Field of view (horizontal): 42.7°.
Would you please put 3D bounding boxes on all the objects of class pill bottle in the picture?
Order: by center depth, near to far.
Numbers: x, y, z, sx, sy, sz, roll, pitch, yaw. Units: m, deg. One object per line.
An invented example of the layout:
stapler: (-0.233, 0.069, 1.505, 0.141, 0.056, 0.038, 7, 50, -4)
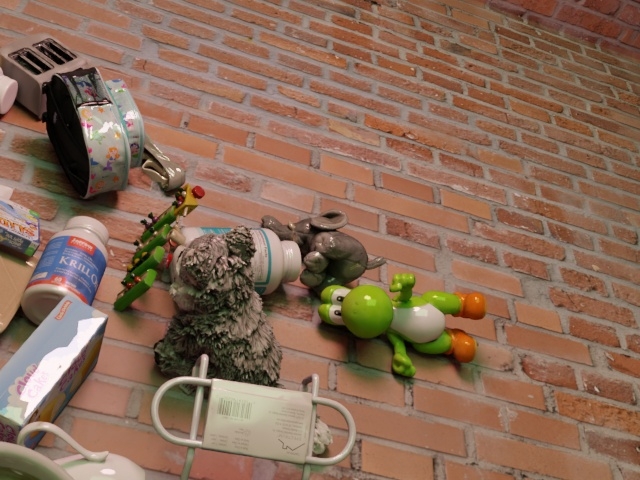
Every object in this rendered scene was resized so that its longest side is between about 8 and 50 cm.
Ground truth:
pill bottle: (-0.485, 0.057, 1.588, 0.124, 0.124, 0.221, 17, 43, -11)
pill bottle: (-0.178, 0.045, 1.740, 0.264, 0.146, 0.146, 1, 47, -27)
pill bottle: (-0.808, -0.367, 1.859, 0.215, 0.117, 0.117, 22, 42, -4)

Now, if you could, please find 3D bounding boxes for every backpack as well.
backpack: (-0.492, -0.225, 1.799, 0.191, 0.225, 0.253, -9, 56, -27)

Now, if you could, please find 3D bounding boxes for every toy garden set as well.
toy garden set: (-0.334, -0.001, 1.662, 0.049, 0.204, 0.244, 38, 36, -24)

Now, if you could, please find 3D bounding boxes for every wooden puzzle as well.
wooden puzzle: (-0.650, 0.057, 1.516, 0.221, 0.044, 0.239, 34, 27, -15)

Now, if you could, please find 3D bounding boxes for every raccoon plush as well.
raccoon plush: (-0.110, 0.167, 1.535, 0.446, 0.299, 0.216, 30, 41, 3)

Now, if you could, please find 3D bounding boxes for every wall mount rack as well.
wall mount rack: (-0.126, 0.360, 1.376, 0.350, 0.130, 0.304, 12, 68, -14)

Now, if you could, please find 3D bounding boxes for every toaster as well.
toaster: (-0.674, -0.402, 1.969, 0.185, 0.110, 0.168, 36, 41, 10)

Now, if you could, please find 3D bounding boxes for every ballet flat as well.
ballet flat: (-0.407, -0.195, 1.925, 0.213, 0.072, 0.068, 41, 48, 15)

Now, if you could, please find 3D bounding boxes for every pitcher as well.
pitcher: (-0.381, 0.372, 1.286, 0.207, 0.178, 0.125, 11, 21, -15)

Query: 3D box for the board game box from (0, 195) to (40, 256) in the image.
board game box: (-0.650, -0.052, 1.601, 0.201, 0.035, 0.136, 29, 16, -31)

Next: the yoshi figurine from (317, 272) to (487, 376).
yoshi figurine: (0.180, 0.170, 1.766, 0.362, 0.203, 0.203, 9, 51, -14)

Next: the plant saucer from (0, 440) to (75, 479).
plant saucer: (-0.484, 0.479, 1.109, 0.400, 0.100, 0.400, 20, 62, -42)

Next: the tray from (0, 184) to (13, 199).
tray: (-0.734, -0.049, 1.641, 0.145, 0.030, 0.270, 18, 42, -8)

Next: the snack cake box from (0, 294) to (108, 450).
snack cake box: (-0.473, 0.238, 1.391, 0.089, 0.152, 0.264, 27, 42, 1)

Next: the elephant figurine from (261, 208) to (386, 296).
elephant figurine: (0.000, 0.000, 1.885, 0.186, 0.169, 0.239, 36, 16, -34)
